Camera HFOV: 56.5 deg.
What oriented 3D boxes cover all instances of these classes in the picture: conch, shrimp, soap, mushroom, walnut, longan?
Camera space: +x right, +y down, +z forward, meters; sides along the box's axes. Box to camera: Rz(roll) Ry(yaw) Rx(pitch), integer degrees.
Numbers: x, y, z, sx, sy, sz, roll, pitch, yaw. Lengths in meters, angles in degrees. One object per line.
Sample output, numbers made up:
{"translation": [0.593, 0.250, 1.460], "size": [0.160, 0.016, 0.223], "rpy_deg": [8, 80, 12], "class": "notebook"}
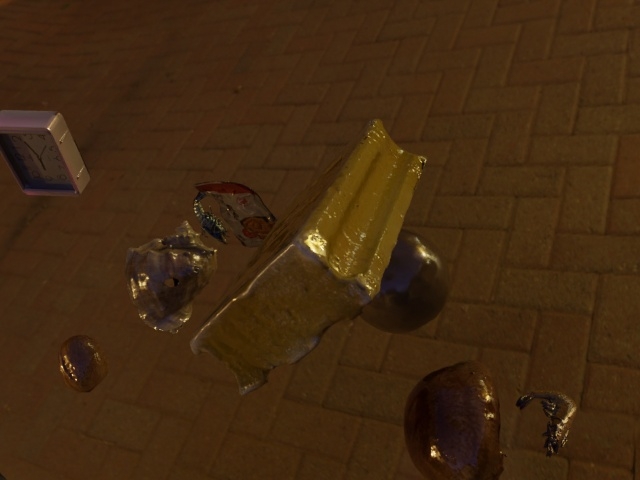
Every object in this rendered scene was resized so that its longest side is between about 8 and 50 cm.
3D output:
{"translation": [-0.435, 0.094, 1.725], "size": [0.263, 0.186, 0.324], "rpy_deg": [7, 62, -10], "class": "conch"}
{"translation": [0.479, 0.383, 1.287], "size": [0.124, 0.034, 0.178], "rpy_deg": [16, 42, 30], "class": "shrimp"}
{"translation": [-0.316, -0.059, 1.700], "size": [0.076, 0.174, 0.082], "rpy_deg": [-22, 20, 10], "class": "shrimp"}
{"translation": [0.000, 0.000, 0.648], "size": [0.199, 0.091, 0.315], "rpy_deg": [-40, 12, 34], "class": "soap"}
{"translation": [0.269, 0.393, 1.199], "size": [0.195, 0.263, 0.283], "rpy_deg": [-7, 80, -12], "class": "mushroom"}
{"translation": [-0.725, 0.371, 1.823], "size": [0.144, 0.144, 0.180], "rpy_deg": [-29, 76, 5], "class": "walnut"}
{"translation": [0.210, 0.112, 1.631], "size": [0.297, 0.297, 0.297], "rpy_deg": [-15, 48, 17], "class": "longan"}

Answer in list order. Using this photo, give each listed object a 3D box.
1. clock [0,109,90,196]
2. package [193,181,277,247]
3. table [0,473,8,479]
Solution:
{"translation": [-0.617, -0.189, 1.319], "size": [0.150, 0.197, 0.063], "rpy_deg": [3, 47, 7], "class": "clock"}
{"translation": [-0.146, -0.047, 1.234], "size": [0.154, 0.239, 0.030], "rpy_deg": [4, 58, 30], "class": "package"}
{"translation": [-0.561, 0.430, 0.811], "size": [0.335, 0.272, 0.222], "rpy_deg": [18, 25, 34], "class": "table"}
